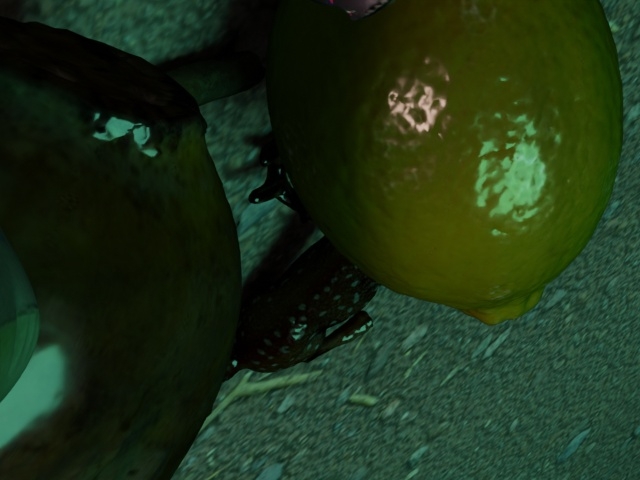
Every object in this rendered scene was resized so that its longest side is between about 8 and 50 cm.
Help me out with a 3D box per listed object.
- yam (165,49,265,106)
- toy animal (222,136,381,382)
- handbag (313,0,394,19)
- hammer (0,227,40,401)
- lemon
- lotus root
[{"bbox_3d":[-0.109,-0.059,0.883,0.234,0.029,0.027,-20,121,-48],"label":"yam"},{"bbox_3d":[0.015,0.012,1.175,0.243,0.087,0.260,-57,160,23],"label":"toy animal"},{"bbox_3d":[0.024,-0.188,0.693,0.116,0.179,0.205,-28,153,-27],"label":"handbag"},{"bbox_3d":[-0.265,0.037,0.581,0.335,0.206,0.119,-31,180,10],"label":"hammer"},{"bbox_3d":[0.065,-0.064,0.950,0.184,0.184,0.248,-30,114,-39],"label":"lemon"},{"bbox_3d":[-0.130,0.048,0.734,0.267,0.149,0.260,29,98,-47],"label":"lotus root"}]
